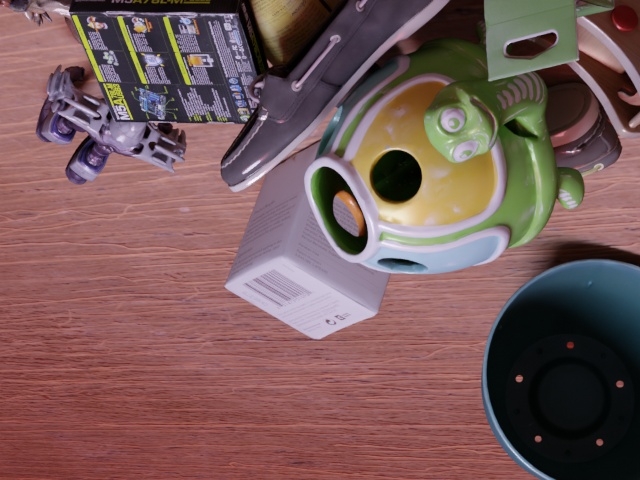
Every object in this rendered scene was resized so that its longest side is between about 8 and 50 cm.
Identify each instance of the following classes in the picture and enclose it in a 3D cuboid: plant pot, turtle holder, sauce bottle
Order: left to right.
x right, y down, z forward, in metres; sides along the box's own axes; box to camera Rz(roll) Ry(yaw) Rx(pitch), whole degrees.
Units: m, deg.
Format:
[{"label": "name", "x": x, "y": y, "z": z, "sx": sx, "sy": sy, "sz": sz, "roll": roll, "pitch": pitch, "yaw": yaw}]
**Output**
[{"label": "sauce bottle", "x": -0.015, "y": -0.227, "z": 2.024, "sx": 0.111, "sy": 0.111, "sz": 0.344, "roll": -3, "pitch": 145, "yaw": 37}, {"label": "turtle holder", "x": 0.126, "y": -0.072, "z": 1.909, "sx": 0.320, "sy": 0.227, "sz": 0.243, "roll": 21, "pitch": 132, "yaw": 61}, {"label": "plant pot", "x": 0.340, "y": 0.191, "z": 2.417, "sx": 0.293, "sy": 0.293, "sz": 0.235, "roll": 18, "pitch": 167, "yaw": 1}]

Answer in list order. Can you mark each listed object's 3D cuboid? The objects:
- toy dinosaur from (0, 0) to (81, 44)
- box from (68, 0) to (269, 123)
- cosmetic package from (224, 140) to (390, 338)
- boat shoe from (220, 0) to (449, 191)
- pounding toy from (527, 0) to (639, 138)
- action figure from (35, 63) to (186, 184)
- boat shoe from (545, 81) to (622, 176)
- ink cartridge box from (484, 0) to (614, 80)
[{"label": "toy dinosaur", "x": -0.251, "y": -0.255, "z": 2.125, "sx": 0.200, "sy": 0.127, "sz": 0.295, "roll": 22, "pitch": 170, "yaw": 15}, {"label": "box", "x": -0.153, "y": -0.194, "z": 1.977, "sx": 0.184, "sy": 0.045, "sz": 0.190, "roll": 4, "pitch": 147, "yaw": 15}, {"label": "cosmetic package", "x": 0.000, "y": 0.000, "z": 2.363, "sx": 0.151, "sy": 0.183, "sz": 0.151, "roll": 31, "pitch": 151, "yaw": -21}, {"label": "boat shoe", "x": 0.001, "y": -0.194, "z": 1.925, "sx": 0.095, "sy": 0.335, "sz": 0.112, "roll": 44, "pitch": -170, "yaw": -13}, {"label": "pounding toy", "x": 0.290, "y": -0.181, "z": 1.869, "sx": 0.269, "sy": 0.154, "sz": 0.155, "roll": 23, "pitch": 153, "yaw": -9}, {"label": "action figure", "x": -0.265, "y": -0.142, "z": 2.275, "sx": 0.185, "sy": 0.099, "sz": 0.285, "roll": 39, "pitch": 163, "yaw": -20}, {"label": "boat shoe", "x": 0.199, "y": -0.098, "z": 2.135, "sx": 0.305, "sy": 0.109, "sz": 0.091, "roll": -11, "pitch": 136, "yaw": 39}, {"label": "ink cartridge box", "x": 0.208, "y": -0.254, "z": 1.719, "sx": 0.109, "sy": 0.209, "sz": 0.062, "roll": -9, "pitch": 170, "yaw": 43}]
